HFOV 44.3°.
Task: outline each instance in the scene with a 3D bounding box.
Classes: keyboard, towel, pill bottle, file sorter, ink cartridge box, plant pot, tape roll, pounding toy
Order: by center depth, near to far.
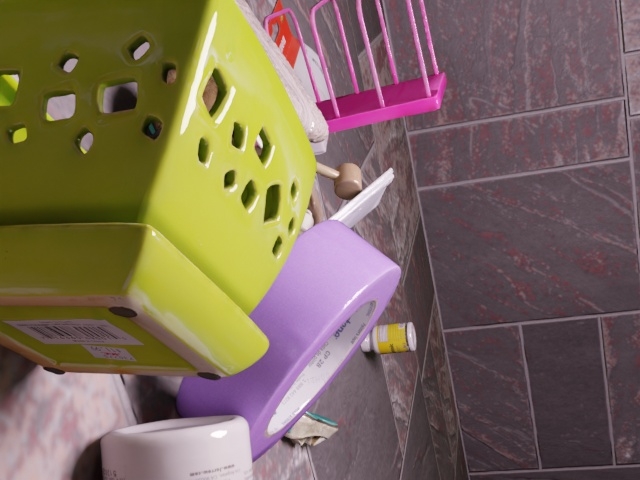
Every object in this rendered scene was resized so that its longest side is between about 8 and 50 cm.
[{"bbox_3d":[-0.148,-0.024,0.564,0.227,0.228,0.207,57,36,-58],"label":"plant pot"},{"bbox_3d":[-0.118,0.275,0.684,0.131,0.131,0.229,19,65,-73],"label":"pill bottle"},{"bbox_3d":[-0.030,0.112,0.859,0.275,0.090,0.275,-47,164,-18],"label":"tape roll"},{"bbox_3d":[0.000,0.000,0.904,0.256,0.014,0.072,-40,168,-35],"label":"keyboard"},{"bbox_3d":[-0.045,-0.075,0.982,0.094,0.206,0.181,-81,157,-48],"label":"pounding toy"},{"bbox_3d":[-0.091,-0.247,0.985,0.282,0.049,0.187,56,13,9],"label":"towel"},{"bbox_3d":[0.025,-0.274,1.190,0.202,0.291,0.182,-62,139,-65],"label":"file sorter"},{"bbox_3d":[-0.033,-0.301,1.437,0.189,0.066,0.232,-80,161,-48],"label":"ink cartridge box"},{"bbox_3d":[0.149,0.217,1.730,0.065,0.116,0.065,-7,90,-75],"label":"pill bottle"}]

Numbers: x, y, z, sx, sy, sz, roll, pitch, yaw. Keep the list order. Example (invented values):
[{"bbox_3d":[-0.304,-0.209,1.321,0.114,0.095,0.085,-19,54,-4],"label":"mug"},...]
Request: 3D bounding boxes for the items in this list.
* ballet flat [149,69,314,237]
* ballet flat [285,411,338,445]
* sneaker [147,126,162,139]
[{"bbox_3d":[-0.080,-0.044,0.883,0.116,0.124,0.342,-80,157,-53],"label":"ballet flat"},{"bbox_3d":[-0.021,0.292,1.220,0.052,0.057,0.168,-65,153,-10],"label":"ballet flat"},{"bbox_3d":[-0.161,-0.009,0.777,0.079,0.121,0.217,-21,137,-63],"label":"sneaker"}]
